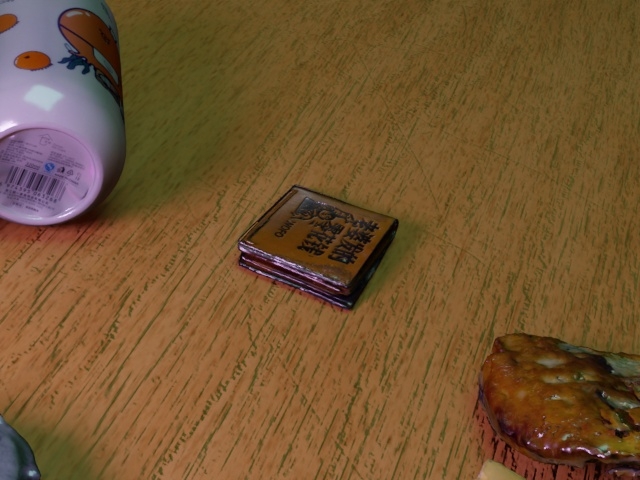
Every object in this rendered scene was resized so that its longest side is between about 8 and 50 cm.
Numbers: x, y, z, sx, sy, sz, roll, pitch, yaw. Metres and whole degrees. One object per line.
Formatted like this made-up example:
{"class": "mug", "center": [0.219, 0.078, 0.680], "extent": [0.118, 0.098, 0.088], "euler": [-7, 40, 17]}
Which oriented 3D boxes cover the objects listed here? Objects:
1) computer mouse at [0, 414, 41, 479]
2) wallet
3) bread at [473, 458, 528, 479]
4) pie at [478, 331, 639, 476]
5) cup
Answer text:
{"class": "computer mouse", "center": [-0.434, 0.205, 1.009], "extent": [0.373, 0.114, 0.203], "euler": [13, 31, -17]}
{"class": "wallet", "center": [0.001, -0.002, 1.501], "extent": [0.161, 0.042, 0.195], "euler": [23, 36, 13]}
{"class": "bread", "center": [0.157, 0.345, 0.961], "extent": [0.211, 0.184, 0.224], "euler": [31, 40, 14]}
{"class": "pie", "center": [0.317, 0.184, 1.273], "extent": [0.308, 0.086, 0.308], "euler": [7, 14, -2]}
{"class": "cup", "center": [-0.350, -0.171, 1.475], "extent": [0.212, 0.212, 0.317], "euler": [3, 39, -15]}
